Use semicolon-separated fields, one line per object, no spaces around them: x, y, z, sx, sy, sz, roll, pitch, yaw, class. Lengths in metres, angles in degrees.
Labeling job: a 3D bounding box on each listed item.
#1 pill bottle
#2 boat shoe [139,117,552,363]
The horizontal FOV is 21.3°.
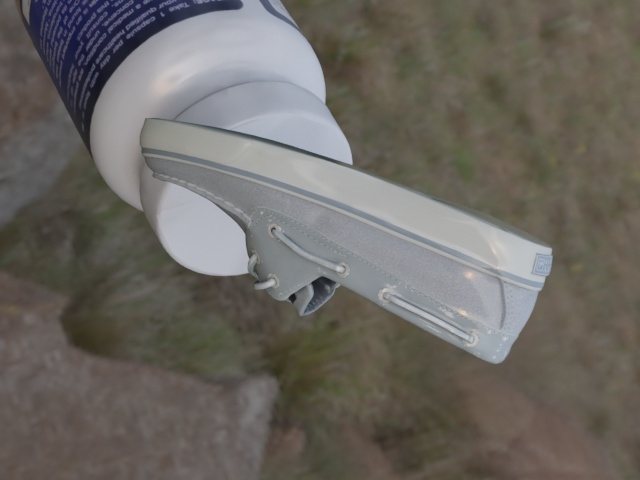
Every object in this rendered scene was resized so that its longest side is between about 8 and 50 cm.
-0.088;-0.109;1.072;0.153;0.153;0.265;50;6;-48;pill bottle
0.001;0.000;0.860;0.079;0.227;0.081;6;104;-71;boat shoe
